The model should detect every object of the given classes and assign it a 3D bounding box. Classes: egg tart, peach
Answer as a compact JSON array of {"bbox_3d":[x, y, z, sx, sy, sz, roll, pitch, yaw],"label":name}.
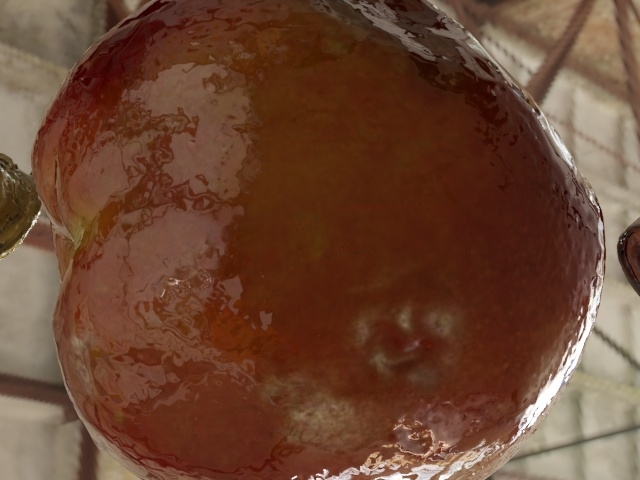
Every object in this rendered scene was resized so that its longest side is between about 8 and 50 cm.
[{"bbox_3d":[-0.291,-0.030,1.219,0.049,0.129,0.129,73,-158,-51],"label":"egg tart"},{"bbox_3d":[0.000,0.000,0.634,0.243,0.199,0.243,-1,-86,-12],"label":"peach"}]

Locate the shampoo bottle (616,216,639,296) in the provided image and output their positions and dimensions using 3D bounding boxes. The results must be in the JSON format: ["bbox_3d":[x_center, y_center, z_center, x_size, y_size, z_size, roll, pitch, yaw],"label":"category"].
[{"bbox_3d":[0.320,-0.031,1.059,0.102,0.064,0.260,46,-125,12],"label":"shampoo bottle"}]
